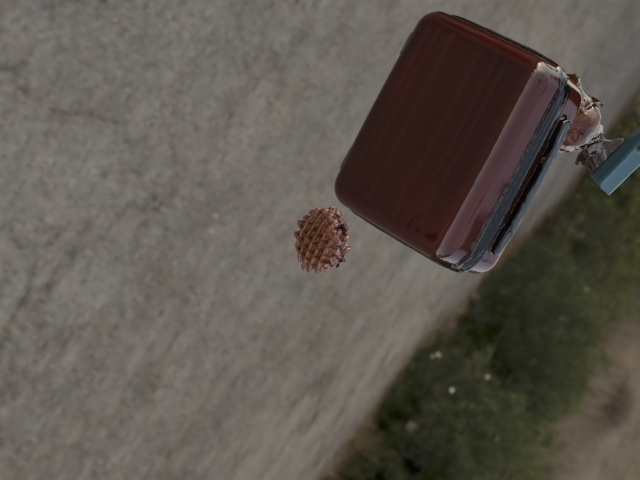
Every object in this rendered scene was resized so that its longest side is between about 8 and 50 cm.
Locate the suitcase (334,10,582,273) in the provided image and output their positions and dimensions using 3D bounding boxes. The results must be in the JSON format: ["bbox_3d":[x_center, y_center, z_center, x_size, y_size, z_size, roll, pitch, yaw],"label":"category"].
[{"bbox_3d":[0.178,-0.125,1.716,0.161,0.236,0.297,18,102,-55],"label":"suitcase"}]

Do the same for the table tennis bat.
[{"bbox_3d":[0.509,-0.187,1.838,0.329,0.044,0.215,-43,-160,16],"label":"table tennis bat"}]

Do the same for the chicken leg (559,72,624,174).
[{"bbox_3d":[0.417,-0.168,2.099,0.113,0.093,0.304,-30,153,21],"label":"chicken leg"}]

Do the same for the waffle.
[{"bbox_3d":[0.000,0.000,1.543,0.029,0.075,0.083,6,160,-41],"label":"waffle"}]
